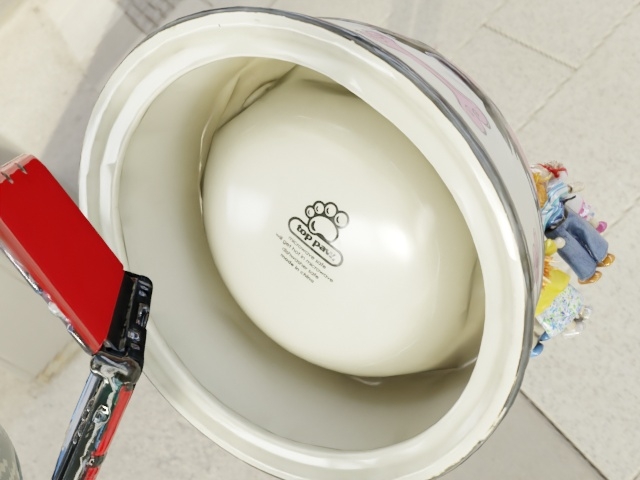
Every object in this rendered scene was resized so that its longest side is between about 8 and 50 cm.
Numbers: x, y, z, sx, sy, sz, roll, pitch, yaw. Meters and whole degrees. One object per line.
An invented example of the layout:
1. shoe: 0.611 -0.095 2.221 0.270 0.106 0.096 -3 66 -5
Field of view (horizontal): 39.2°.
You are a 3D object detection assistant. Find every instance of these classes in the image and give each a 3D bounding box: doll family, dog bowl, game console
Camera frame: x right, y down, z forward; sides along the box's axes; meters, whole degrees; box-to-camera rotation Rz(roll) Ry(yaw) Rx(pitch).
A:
1. doll family: 0.271 0.007 1.068 0.118 0.163 0.263 -9 45 59
2. dog bowl: 0.000 0.000 0.753 0.408 0.408 0.150 -18 11 37
3. game console: -0.122 0.040 0.393 0.144 0.085 0.124 -126 60 -76

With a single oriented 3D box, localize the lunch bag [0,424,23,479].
1. lunch bag: -0.380 0.209 0.602 0.256 0.305 0.212 -24 59 4
